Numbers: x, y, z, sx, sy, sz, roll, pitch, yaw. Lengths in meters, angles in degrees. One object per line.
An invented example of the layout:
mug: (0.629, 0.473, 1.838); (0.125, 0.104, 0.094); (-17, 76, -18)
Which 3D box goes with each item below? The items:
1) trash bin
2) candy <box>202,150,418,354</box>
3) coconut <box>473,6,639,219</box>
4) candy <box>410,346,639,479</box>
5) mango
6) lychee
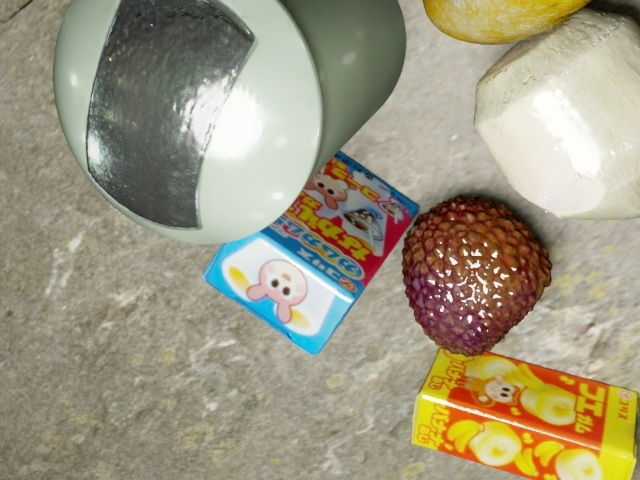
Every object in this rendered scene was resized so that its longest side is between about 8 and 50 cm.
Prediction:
trash bin: (-0.079, -0.180, 0.940); (0.280, 0.432, 0.281); (8, 114, 19)
candy: (0.001, -0.001, 1.057); (0.157, 0.306, 0.100); (36, 120, 4)
coconut: (0.288, -0.123, 0.950); (0.224, 0.224, 0.234); (-26, 103, 28)
candy: (0.269, 0.234, 1.147); (0.275, 0.146, 0.088); (13, 117, 15)
mango: (0.218, -0.286, 0.877); (0.146, 0.193, 0.316); (45, 165, -24)
lychee: (0.182, 0.038, 1.078); (0.188, 0.188, 0.188); (8, 114, 18)
